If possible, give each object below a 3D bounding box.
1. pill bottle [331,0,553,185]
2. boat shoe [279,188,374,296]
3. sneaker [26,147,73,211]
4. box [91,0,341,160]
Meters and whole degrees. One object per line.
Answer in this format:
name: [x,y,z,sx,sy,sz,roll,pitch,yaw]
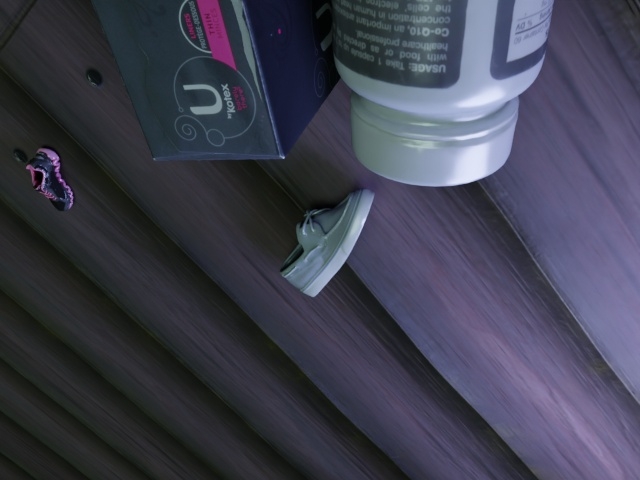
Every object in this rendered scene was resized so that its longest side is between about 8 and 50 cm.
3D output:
pill bottle: [0.109,-0.244,0.556,0.204,0.204,0.361,9,130,15]
boat shoe: [0.000,0.000,0.886,0.081,0.079,0.227,27,136,-6]
sneaker: [-0.450,-0.091,1.013,0.047,0.057,0.119,6,131,15]
box: [-0.068,-0.214,0.607,0.143,0.270,0.165,2,129,21]
